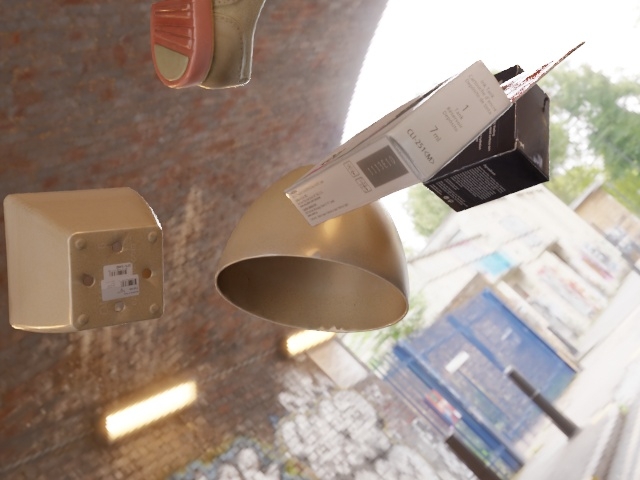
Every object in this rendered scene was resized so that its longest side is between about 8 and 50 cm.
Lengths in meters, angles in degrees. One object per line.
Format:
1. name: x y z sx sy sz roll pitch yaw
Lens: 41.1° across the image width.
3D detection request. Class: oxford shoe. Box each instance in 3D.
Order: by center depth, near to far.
1. oxford shoe: -0.147 -0.412 1.216 0.147 0.140 0.396 -2 -74 -45

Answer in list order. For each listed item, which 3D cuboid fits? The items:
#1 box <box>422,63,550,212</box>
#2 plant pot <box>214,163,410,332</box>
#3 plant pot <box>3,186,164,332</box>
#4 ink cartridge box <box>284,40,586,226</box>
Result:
1. box: 0.239 -0.144 1.230 0.158 0.093 0.156 -20 48 40
2. plant pot: 0.000 0.000 1.275 0.284 0.284 0.190 102 177 -64
3. plant pot: -0.176 0.019 0.669 0.109 0.096 0.109 -6 -78 -35
4. ink cartridge box: 0.107 -0.123 0.891 0.239 0.060 0.275 -41 8 -22
